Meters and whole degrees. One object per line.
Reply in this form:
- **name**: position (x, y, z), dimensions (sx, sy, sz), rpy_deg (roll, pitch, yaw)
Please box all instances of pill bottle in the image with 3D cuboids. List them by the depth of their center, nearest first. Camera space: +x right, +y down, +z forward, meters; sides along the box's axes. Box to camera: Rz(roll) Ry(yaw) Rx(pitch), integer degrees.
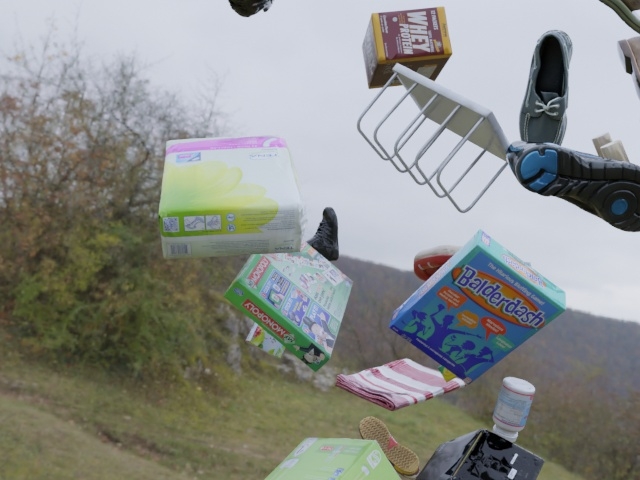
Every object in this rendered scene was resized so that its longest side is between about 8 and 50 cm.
- **pill bottle**: position (0.519, 0.460, 1.811), dimensions (0.087, 0.160, 0.087), rpy_deg (12, 12, -2)

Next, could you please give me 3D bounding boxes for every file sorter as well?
- **file sorter**: position (0.240, -0.216, 1.436), dimensions (0.278, 0.173, 0.193), rpy_deg (41, 1, 40)

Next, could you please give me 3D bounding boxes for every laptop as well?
- **laptop**: position (0.392, 0.601, 1.693), dimensions (0.264, 0.136, 0.234), rpy_deg (24, 31, 24)

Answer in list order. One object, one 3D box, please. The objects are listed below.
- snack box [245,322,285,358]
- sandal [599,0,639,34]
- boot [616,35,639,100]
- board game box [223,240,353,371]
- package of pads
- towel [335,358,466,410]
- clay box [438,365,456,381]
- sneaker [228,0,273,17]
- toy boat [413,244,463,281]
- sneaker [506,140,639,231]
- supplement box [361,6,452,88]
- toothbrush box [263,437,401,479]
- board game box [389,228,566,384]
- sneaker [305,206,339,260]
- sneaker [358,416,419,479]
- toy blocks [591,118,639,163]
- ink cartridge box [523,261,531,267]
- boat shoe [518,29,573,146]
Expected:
- **snack box**: position (-0.124, 0.231, 1.786), dimensions (0.100, 0.141, 0.037), rpy_deg (33, -19, -21)
- **sandal**: position (0.746, -0.560, 1.577), dimensions (0.303, 0.086, 0.120), rpy_deg (39, 33, 0)
- **boot**: position (0.980, -0.488, 1.968), dimensions (0.115, 0.305, 0.112), rpy_deg (-15, -27, 16)
- **board game box**: position (-0.048, 0.092, 1.289), dimensions (0.213, 0.046, 0.317), rpy_deg (40, 23, -6)
- **package of pads**: position (-0.148, -0.081, 1.131), dimensions (0.229, 0.101, 0.296), rpy_deg (-3, 32, -8)
- **towel**: position (0.238, 0.414, 1.954), dimensions (0.329, 0.037, 0.237), rpy_deg (-4, 12, -42)
- **clay box**: position (0.444, 0.310, 1.844), dimensions (0.222, 0.053, 0.127), rpy_deg (-38, -18, 23)
- **sneaker**: position (-0.183, -0.600, 1.630), dimensions (0.107, 0.124, 0.283), rpy_deg (34, 31, 14)
- **toy boat**: position (0.374, 0.101, 2.012), dimensions (0.151, 0.151, 0.231), rpy_deg (6, -10, -17)
- **sneaker**: position (0.527, -0.123, 1.315), dimensions (0.341, 0.125, 0.139), rpy_deg (21, 18, -12)
- **supplement box**: position (0.221, -0.502, 1.751), dimensions (0.191, 0.129, 0.194), rpy_deg (-7, -7, -5)
- **toothbrush box**: position (-0.031, 0.440, 1.020), dimensions (0.283, 0.122, 0.206), rpy_deg (-36, 8, -36)
- **board game box**: position (0.229, 0.105, 0.991), dimensions (0.160, 0.047, 0.210), rpy_deg (35, -55, -5)
- **sneaker**: position (-0.001, 0.000, 1.703), dimensions (0.089, 0.170, 0.051), rpy_deg (-5, 0, -26)
- **sneaker**: position (0.164, 0.514, 1.635), dimensions (0.185, 0.070, 0.083), rpy_deg (39, -25, 35)
- **toy blocks**: position (0.784, -0.150, 1.435), dimensions (0.309, 0.260, 0.288), rpy_deg (-23, 5, 21)
- **ink cartridge box**: position (0.343, 0.091, 1.190), dimensions (0.029, 0.062, 0.115), rpy_deg (3, -31, -11)
- **boat shoe**: position (0.534, -0.339, 1.593), dimensions (0.116, 0.319, 0.099), rpy_deg (11, 13, 24)
